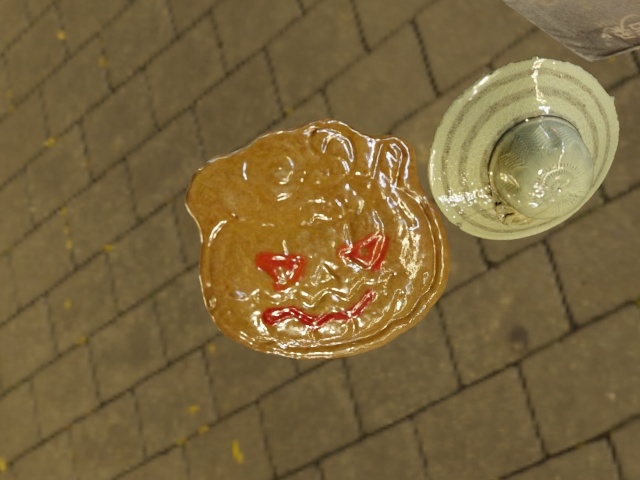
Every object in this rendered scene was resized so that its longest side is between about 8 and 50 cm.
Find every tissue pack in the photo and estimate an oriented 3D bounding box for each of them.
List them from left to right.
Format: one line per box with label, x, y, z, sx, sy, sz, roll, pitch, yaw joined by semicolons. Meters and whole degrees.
tissue pack;0.339;-0.402;1.884;0.288;0.394;0.124;-2;63;59

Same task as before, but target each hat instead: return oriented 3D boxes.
hat;0.262;-0.083;1.630;0.252;0.252;0.110;-62;29;21

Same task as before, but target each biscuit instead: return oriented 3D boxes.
biscuit;0.000;0.000;1.489;0.049;0.273;0.257;-170;67;-79
